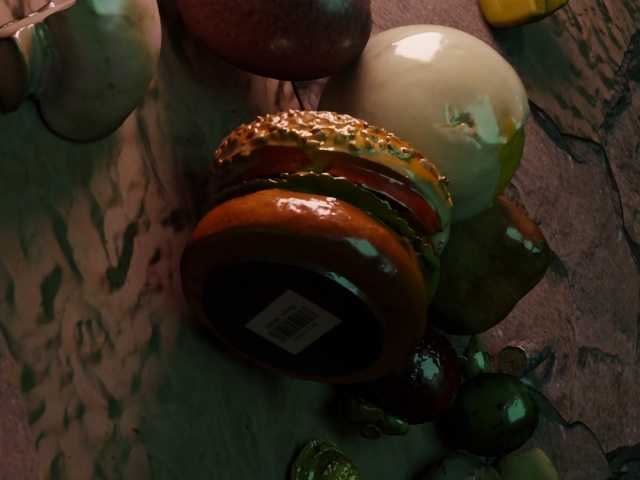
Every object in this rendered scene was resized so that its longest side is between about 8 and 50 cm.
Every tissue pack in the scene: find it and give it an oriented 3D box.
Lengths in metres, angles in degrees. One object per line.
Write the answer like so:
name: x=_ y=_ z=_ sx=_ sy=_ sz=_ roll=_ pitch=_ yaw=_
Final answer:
tissue pack: x=0.356 y=-0.447 z=2.379 sx=0.178 sy=0.127 sz=0.123 roll=-32 pitch=109 yaw=-49

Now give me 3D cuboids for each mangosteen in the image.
mangosteen: x=0.103 y=0.195 z=1.829 sx=0.166 sy=0.166 sz=0.180 roll=45 pitch=73 yaw=-30

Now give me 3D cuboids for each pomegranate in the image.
pomegranate: x=0.246 y=0.247 z=1.997 sx=0.148 sy=0.148 sz=0.169 roll=12 pitch=33 yaw=-47

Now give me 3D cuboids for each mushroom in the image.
mushroom: x=-0.251 y=-0.215 z=1.542 sx=0.236 sy=0.162 sz=0.173 roll=-43 pitch=108 yaw=-46

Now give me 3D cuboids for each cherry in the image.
cherry: x=-0.053 y=-0.330 z=1.746 sx=0.221 sy=0.307 sz=0.261 roll=93 pitch=0 yaw=-53

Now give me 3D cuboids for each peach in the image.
peach: x=0.230 y=0.032 z=1.969 sx=0.214 sy=0.235 sz=0.214 roll=15 pitch=66 yaw=-36

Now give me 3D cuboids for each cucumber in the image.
cucumber: x=0.335 y=0.186 z=2.170 sx=0.112 sy=0.064 sz=0.064 roll=-17 pitch=90 yaw=-54

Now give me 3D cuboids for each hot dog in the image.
hot dog: x=0.175 y=0.418 z=1.884 sx=0.162 sy=0.082 sz=0.270 roll=54 pitch=50 yaw=-10

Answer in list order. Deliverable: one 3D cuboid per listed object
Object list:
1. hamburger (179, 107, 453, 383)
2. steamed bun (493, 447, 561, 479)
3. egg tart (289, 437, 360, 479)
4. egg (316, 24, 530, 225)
hamburger: x=0.000 y=0.000 z=1.639 sx=0.330 sy=0.330 sz=0.250 roll=45 pitch=45 yaw=-30
steamed bun: x=0.328 y=0.422 z=2.040 sx=0.231 sy=0.110 sz=0.212 roll=17 pitch=64 yaw=-49
egg tart: x=0.015 y=0.322 z=1.750 sx=0.130 sy=0.052 sz=0.130 roll=23 pitch=57 yaw=-42
egg: x=0.132 y=-0.157 z=1.853 sx=0.283 sy=0.345 sz=0.283 roll=0 pitch=91 yaw=-18
